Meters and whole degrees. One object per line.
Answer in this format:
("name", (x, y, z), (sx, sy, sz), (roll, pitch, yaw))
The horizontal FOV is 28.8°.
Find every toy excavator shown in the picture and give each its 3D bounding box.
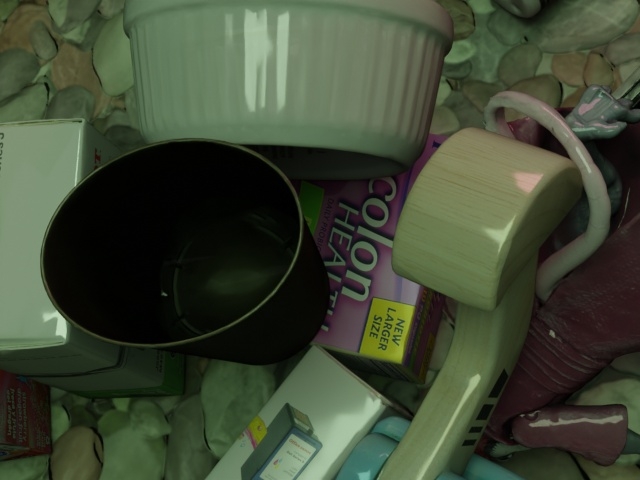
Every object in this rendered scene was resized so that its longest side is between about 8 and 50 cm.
("toy excavator", (0.081, 0.185, 0.947), (0.222, 0.433, 0.445), (22, 76, 28))

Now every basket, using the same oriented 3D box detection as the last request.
("basket", (-0.083, 0.025, 1.009), (0.204, 0.227, 0.154), (-11, 75, 12))

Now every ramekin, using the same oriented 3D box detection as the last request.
("ramekin", (-0.027, -0.124, 1.027), (0.273, 0.273, 0.127), (1, 86, 15))

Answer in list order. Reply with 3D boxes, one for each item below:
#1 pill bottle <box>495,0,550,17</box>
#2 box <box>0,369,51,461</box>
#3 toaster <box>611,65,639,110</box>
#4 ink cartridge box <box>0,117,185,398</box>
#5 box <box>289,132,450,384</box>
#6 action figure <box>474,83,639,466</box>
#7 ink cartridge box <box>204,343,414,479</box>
("pill bottle", (0.239, -0.326, 1.208), (0.208, 0.119, 0.119), (-43, 69, 0))
("box", (-0.354, 0.091, 1.241), (0.128, 0.122, 0.256), (-11, 73, 12))
("toaster", (0.350, -0.089, 1.118), (0.186, 0.110, 0.168), (-45, 70, -1))
("ink cartridge box", (-0.218, 0.028, 1.144), (0.115, 0.273, 0.198), (-3, 74, 14))
("box", (0.000, 0.000, 1.179), (0.243, 0.117, 0.213), (12, 78, 17))
("action figure", (0.202, 0.078, 1.022), (0.248, 0.276, 0.370), (50, 123, 29))
("ink cartridge box", (-0.017, 0.212, 1.103), (0.093, 0.154, 0.212), (39, 88, 24))
